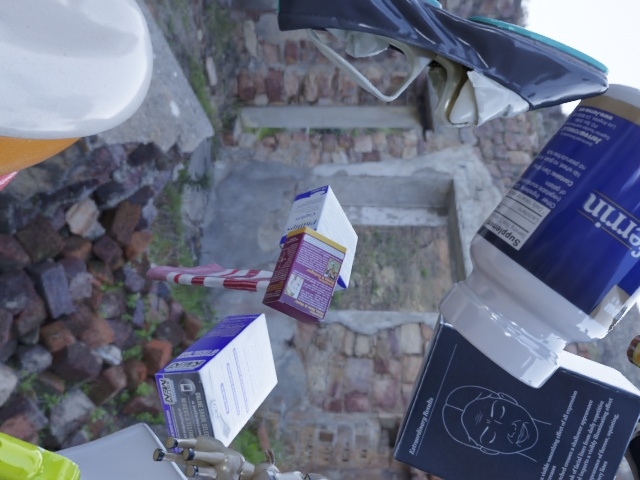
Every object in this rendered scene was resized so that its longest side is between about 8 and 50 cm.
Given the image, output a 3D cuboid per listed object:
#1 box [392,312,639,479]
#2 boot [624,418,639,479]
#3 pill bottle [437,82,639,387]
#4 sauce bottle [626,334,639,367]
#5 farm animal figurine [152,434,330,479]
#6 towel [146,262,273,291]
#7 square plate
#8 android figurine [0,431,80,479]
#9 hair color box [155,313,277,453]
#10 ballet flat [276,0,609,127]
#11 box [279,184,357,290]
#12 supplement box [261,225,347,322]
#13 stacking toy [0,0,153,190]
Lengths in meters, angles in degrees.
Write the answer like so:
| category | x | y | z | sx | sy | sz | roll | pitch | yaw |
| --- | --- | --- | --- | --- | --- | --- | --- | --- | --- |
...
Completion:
| category | x | y | z | sx | sy | sz | roll | pitch | yaw |
| --- | --- | --- | --- | --- | --- | --- | --- | --- | --- |
| box | 0.385 | 0.352 | 1.250 | 0.212 | 0.396 | 0.293 | -14 | 123 | -78 |
| boot | 0.712 | 0.535 | 1.200 | 0.377 | 0.138 | 0.284 | 48 | 26 | -26 |
| pill bottle | 0.240 | 0.000 | 0.582 | 0.264 | 0.153 | 0.153 | -54 | -176 | 10 |
| sauce bottle | 0.404 | 0.145 | 0.675 | 0.128 | 0.042 | 0.042 | 28 | -59 | 60 |
| farm animal figurine | -0.091 | 0.414 | 0.878 | 0.172 | 0.327 | 0.330 | 26 | 41 | -45 |
| towel | -0.190 | 0.083 | 1.387 | 0.237 | 0.329 | 0.037 | 0 | 93 | -63 |
| square plate | -0.475 | 0.615 | 1.538 | 0.343 | 0.348 | 0.049 | 61 | 20 | -18 |
| android figurine | -0.408 | 0.278 | 0.730 | 0.248 | 0.273 | 0.056 | -34 | -149 | 36 |
| hair color box | -0.211 | 0.300 | 1.325 | 0.339 | 0.110 | 0.185 | -40 | 121 | -71 |
| ballet flat | 0.066 | -0.107 | 0.359 | 0.074 | 0.203 | 0.074 | -158 | -90 | -81 |
| box | 0.000 | 0.000 | 1.046 | 0.126 | 0.072 | 0.137 | 59 | 28 | -32 |
| supplement box | -0.015 | 0.036 | 0.623 | 0.043 | 0.055 | 0.083 | -17 | -132 | 59 |
| stacking toy | -0.397 | -0.080 | 0.495 | 0.480 | 0.351 | 0.350 | -44 | -159 | 26 |
